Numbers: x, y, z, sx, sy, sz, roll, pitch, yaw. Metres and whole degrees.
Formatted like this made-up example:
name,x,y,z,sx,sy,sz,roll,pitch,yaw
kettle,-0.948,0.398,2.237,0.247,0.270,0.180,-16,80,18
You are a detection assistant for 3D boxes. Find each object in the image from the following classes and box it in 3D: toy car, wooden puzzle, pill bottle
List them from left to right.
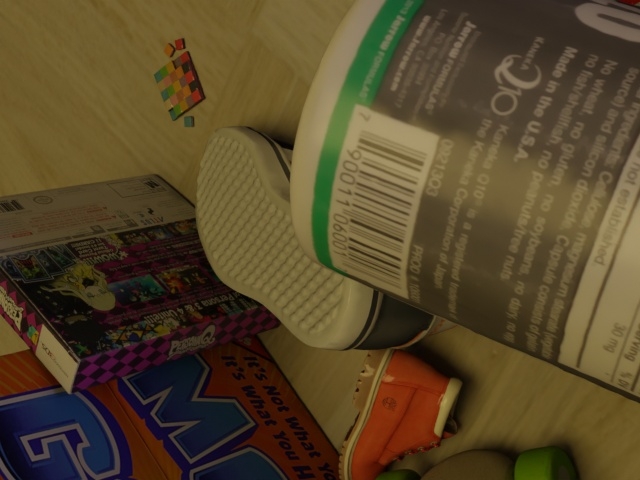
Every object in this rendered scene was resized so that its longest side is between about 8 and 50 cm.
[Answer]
name,x,y,z,sx,sy,sz,roll,pitch,yaw
wooden puzzle,-0.134,-0.146,1.005,0.049,0.006,0.083,-27,80,40
toy car,0.131,0.266,0.792,0.155,0.149,0.188,-17,112,33
pill bottle,0.183,-0.017,0.586,0.361,0.204,0.204,23,113,18

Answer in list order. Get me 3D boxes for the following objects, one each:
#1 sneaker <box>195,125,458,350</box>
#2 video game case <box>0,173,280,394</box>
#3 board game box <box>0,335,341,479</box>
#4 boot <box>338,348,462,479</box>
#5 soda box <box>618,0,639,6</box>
name,x,y,z,sx,sy,sz,roll,pitch,yaw
sneaker,0.000,0.000,0.850,0.321,0.127,0.126,44,123,55
video game case,-0.176,0.025,0.923,0.210,0.232,0.041,40,123,28
board game box,-0.189,0.323,0.902,0.356,0.356,0.356,53,126,21
boot,0.064,0.157,0.855,0.085,0.059,0.158,19,128,9
soda box,0.201,-0.139,0.680,0.169,0.060,0.053,-26,82,41
